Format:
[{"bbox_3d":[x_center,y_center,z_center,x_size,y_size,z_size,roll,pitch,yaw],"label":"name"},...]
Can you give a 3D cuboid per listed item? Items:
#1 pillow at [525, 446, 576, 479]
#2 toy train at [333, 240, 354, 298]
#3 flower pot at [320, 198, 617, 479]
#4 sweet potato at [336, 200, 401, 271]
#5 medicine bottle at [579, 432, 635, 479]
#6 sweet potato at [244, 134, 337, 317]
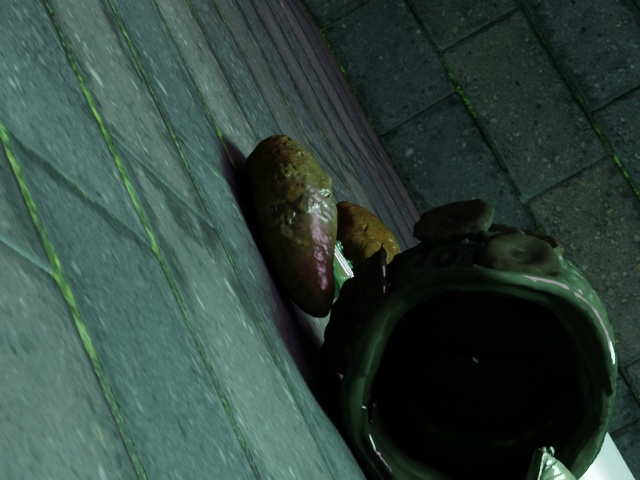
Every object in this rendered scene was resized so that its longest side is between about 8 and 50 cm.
[{"bbox_3d":[0.209,0.350,1.476,0.185,0.075,0.302,48,47,-40],"label":"pillow"},{"bbox_3d":[0.000,0.000,2.045,0.148,0.038,0.071,58,7,-11],"label":"toy train"},{"bbox_3d":[0.149,0.117,1.643,0.302,0.301,0.213,59,9,-6],"label":"flower pot"},{"bbox_3d":[0.053,0.018,2.180,0.097,0.097,0.252,55,4,-33],"label":"sweet potato"},{"bbox_3d":[0.281,0.352,1.867,0.379,0.213,0.213,59,7,0],"label":"medicine bottle"},{"bbox_3d":[-0.029,-0.042,1.796,0.341,0.092,0.114,-106,-179,-60],"label":"sweet potato"}]
